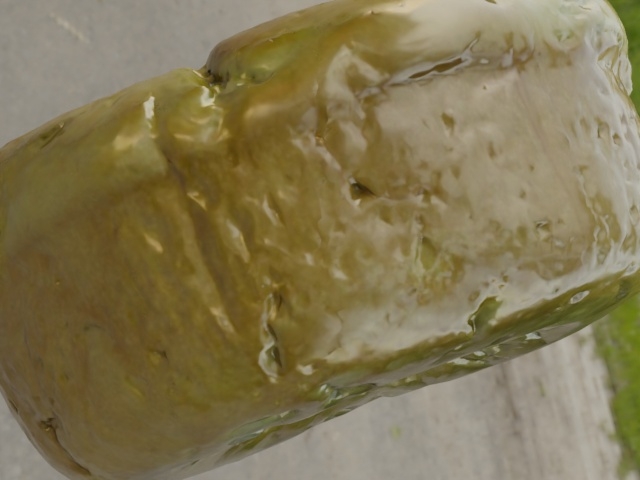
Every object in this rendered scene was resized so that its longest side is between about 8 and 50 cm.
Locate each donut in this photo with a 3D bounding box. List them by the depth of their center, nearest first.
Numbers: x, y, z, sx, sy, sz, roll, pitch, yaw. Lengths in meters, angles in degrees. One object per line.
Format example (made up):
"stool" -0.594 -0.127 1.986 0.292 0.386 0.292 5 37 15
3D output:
"donut" 0.000 0.000 0.477 0.208 0.261 0.128 70 -1 -79
